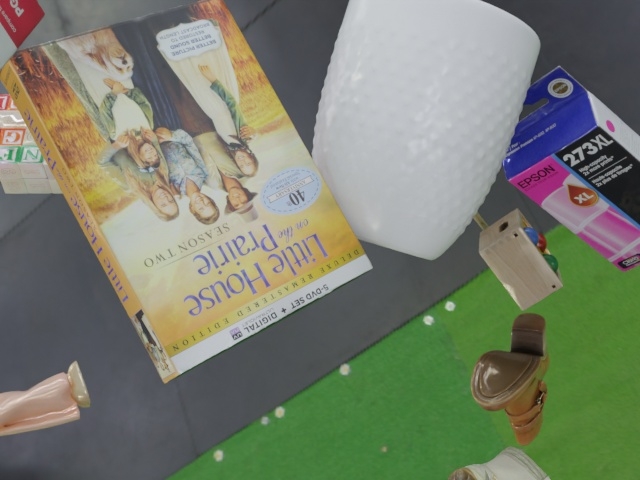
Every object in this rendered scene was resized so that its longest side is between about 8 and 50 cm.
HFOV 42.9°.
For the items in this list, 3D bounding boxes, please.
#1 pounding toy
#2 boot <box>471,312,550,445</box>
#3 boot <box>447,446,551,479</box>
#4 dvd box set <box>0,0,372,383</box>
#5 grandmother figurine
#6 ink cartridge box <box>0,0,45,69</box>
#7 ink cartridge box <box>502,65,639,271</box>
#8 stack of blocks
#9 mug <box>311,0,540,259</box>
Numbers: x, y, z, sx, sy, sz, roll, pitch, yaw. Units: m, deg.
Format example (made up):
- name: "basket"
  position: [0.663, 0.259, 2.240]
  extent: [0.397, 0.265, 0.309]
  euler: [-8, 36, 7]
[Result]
- name: "pounding toy"
  position: [0.330, -0.011, 1.423]
  extent: [0.094, 0.181, 0.206]
  euler: [-35, 97, 19]
- name: "boot"
  position: [0.357, 0.291, 1.512]
  extent: [0.109, 0.283, 0.220]
  euler: [5, 117, 24]
- name: "boot"
  position: [0.287, 0.403, 1.154]
  extent: [0.077, 0.165, 0.213]
  euler: [-45, 64, 34]
- name: "dvd box set"
  position: [-0.156, -0.080, 1.010]
  extent: [0.420, 0.307, 0.062]
  euler: [61, 148, 4]
- name: "grandmother figurine"
  position: [-0.544, 0.290, 1.293]
  extent: [0.342, 0.208, 0.104]
  euler: [-19, 72, -20]
- name: "ink cartridge box"
  position: [-0.247, -0.103, 0.455]
  extent: [0.109, 0.063, 0.150]
  euler: [7, 54, 23]
- name: "ink cartridge box"
  position: [0.424, -0.098, 1.258]
  extent: [0.176, 0.371, 0.069]
  euler: [-35, 27, 44]
- name: "stack of blocks"
  position: [-0.551, -0.178, 1.491]
  extent: [0.297, 0.087, 0.171]
  euler: [0, 55, -5]
- name: "mug"
  position: [0.134, -0.149, 1.190]
  extent: [0.276, 0.374, 0.328]
  euler: [17, 91, 9]
